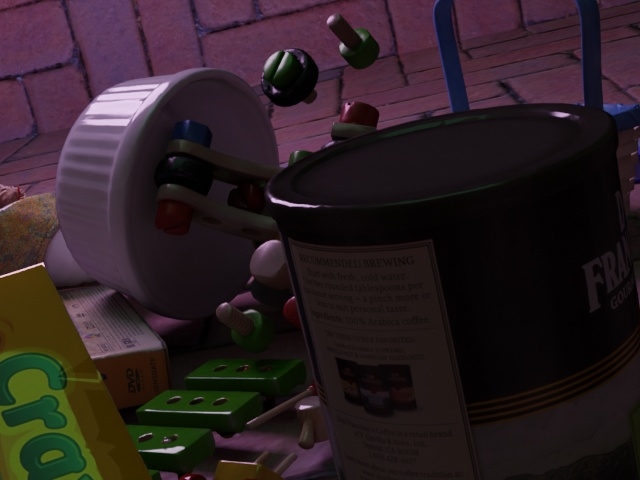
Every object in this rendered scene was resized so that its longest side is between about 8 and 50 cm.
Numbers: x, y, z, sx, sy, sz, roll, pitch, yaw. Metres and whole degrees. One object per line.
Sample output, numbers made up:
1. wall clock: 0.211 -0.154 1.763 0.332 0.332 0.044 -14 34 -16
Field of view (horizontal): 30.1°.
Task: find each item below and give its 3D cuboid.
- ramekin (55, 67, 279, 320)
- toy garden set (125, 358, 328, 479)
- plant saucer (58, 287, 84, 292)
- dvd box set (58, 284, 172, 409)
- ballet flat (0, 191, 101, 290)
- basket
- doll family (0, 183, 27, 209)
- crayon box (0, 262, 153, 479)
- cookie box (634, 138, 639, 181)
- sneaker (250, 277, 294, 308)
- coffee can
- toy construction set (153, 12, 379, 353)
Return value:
1. ramekin: -0.169 -0.056 1.301 0.127 0.273 0.273 10 26 32
2. toy garden set: -0.078 0.168 0.964 0.204 0.049 0.244 -4 17 35
3. plant saucer: -0.369 0.038 1.639 0.310 0.050 0.310 -11 16 3
4. dvd box set: -0.384 0.132 1.185 0.420 0.062 0.307 -10 12 -19
5. ballet flat: -0.260 0.007 1.424 0.123 0.123 0.348 -4 -1 29
6. basket: 0.219 -0.132 1.303 0.201 0.289 0.255 -20 18 -23
7. doll family: -0.527 0.006 1.751 0.263 0.118 0.163 -23 -7 -45
8. crayon box: -0.223 0.199 0.576 0.313 0.106 0.363 -20 47 -20
9. cookie box: 0.377 -0.103 1.533 0.107 0.040 0.092 -3 19 31
10. sneaker: -0.009 0.043 1.339 0.152 0.054 0.061 -12 5 -19
11. coffee can: 0.095 0.076 0.714 0.201 0.275 0.201 -12 16 4
12. toy construction set: 0.000 0.000 1.167 0.257 0.237 0.309 -26 52 20
